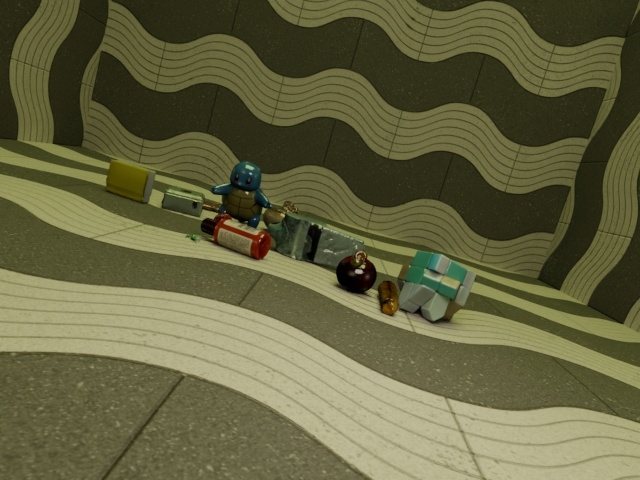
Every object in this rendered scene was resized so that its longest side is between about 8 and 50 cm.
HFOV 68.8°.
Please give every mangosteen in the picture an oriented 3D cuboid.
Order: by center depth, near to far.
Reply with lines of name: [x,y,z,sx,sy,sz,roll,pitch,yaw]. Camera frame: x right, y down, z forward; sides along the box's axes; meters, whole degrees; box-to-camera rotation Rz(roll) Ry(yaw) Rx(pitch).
mangosteen: [0.130,0.108,1.657,0.152,0.153,0.152,16,8,-2]

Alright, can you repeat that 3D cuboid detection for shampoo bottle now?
shampoo bottle: [-0.328,-0.020,1.765,0.278,0.104,0.104,20,9,20]

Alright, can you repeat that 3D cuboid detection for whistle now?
whistle: [-0.021,0.006,1.958,0.404,0.168,0.188,20,9,25]

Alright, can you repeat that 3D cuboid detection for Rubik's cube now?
Rubik's cube: [0.393,0.169,1.602,0.224,0.213,0.265,28,-8,-24]

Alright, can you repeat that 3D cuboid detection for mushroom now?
mushroom: [-0.183,-0.113,2.403,0.226,0.178,0.226,11,18,-4]

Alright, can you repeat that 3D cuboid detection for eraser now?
eraser: [-0.895,-0.279,2.199,0.226,0.158,0.069,17,7,13]

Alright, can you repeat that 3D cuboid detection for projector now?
projector: [-0.675,-0.202,2.319,0.192,0.099,0.257,13,9,-14]

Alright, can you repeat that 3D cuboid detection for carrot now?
carrot: [0.229,0.191,1.590,0.070,0.070,0.260,17,11,3]

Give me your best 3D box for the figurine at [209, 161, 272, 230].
figurine: [-0.369,-0.184,2.276,0.297,0.243,0.416,21,-31,4]

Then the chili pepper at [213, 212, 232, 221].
chili pepper: [-0.442,-0.087,2.115,0.070,0.073,0.123,-16,1,9]

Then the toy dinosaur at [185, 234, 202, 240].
toy dinosaur: [-0.475,-0.013,1.735,0.062,0.021,0.083,9,4,3]

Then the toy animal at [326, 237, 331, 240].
toy animal: [0.094,0.027,2.374,0.188,0.089,0.179,19,-8,20]

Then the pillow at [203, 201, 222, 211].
pillow: [-0.588,-0.187,2.571,0.232,0.043,0.126,12,10,-19]
